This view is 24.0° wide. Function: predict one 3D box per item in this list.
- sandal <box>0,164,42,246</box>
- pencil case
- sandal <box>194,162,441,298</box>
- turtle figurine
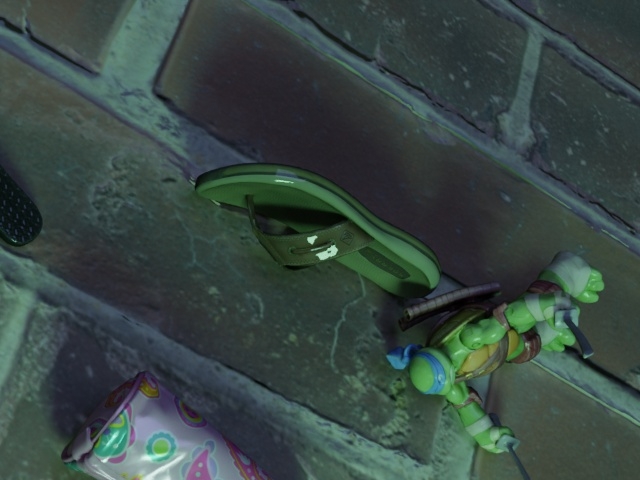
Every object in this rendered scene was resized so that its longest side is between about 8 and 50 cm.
[{"bbox_3d":[-0.345,-0.066,1.477,0.067,0.040,0.179,-47,110,-36],"label":"sandal"},{"bbox_3d":[-0.105,0.252,1.407,0.284,0.124,0.124,45,48,-9],"label":"pencil case"},{"bbox_3d":[0.002,0.000,1.634,0.302,0.120,0.086,28,66,-20],"label":"sandal"},{"bbox_3d":[0.239,0.139,1.670,0.266,0.274,0.198,-32,120,-46],"label":"turtle figurine"}]
